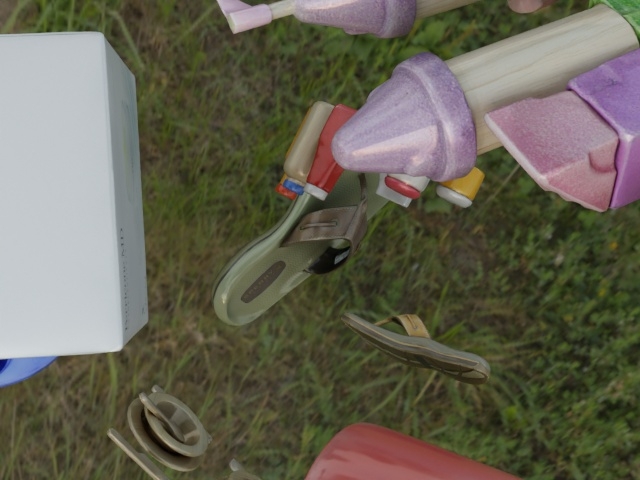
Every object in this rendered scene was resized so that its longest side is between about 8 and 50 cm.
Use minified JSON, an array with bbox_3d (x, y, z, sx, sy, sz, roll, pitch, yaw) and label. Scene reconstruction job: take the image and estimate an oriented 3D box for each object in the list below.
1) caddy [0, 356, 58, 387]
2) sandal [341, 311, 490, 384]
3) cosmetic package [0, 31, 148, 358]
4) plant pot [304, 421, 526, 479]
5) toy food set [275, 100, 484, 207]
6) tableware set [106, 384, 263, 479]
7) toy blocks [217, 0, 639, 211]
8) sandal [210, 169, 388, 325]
[{"bbox_3d":[-0.396,0.015,1.164,0.341,0.179,0.241,46,61,7],"label":"caddy"},{"bbox_3d":[0.107,0.108,1.218,0.180,0.072,0.049,15,70,31],"label":"sandal"},{"bbox_3d":[-0.213,-0.032,0.871,0.138,0.224,0.224,-3,92,-3],"label":"cosmetic package"},{"bbox_3d":[0.122,0.310,0.979,0.243,0.275,0.275,6,57,25],"label":"plant pot"},{"bbox_3d":[0.043,-0.068,1.153,0.232,0.111,0.104,26,89,32],"label":"toy food set"},{"bbox_3d":[-0.098,0.210,1.050,0.194,0.039,0.128,44,17,0],"label":"tableware set"},{"bbox_3d":[0.127,-0.055,0.478,0.260,0.309,0.288,-22,52,-16],"label":"toy blocks"},{"bbox_3d":[0.000,0.002,1.328,0.303,0.120,0.086,-47,47,7],"label":"sandal"}]
